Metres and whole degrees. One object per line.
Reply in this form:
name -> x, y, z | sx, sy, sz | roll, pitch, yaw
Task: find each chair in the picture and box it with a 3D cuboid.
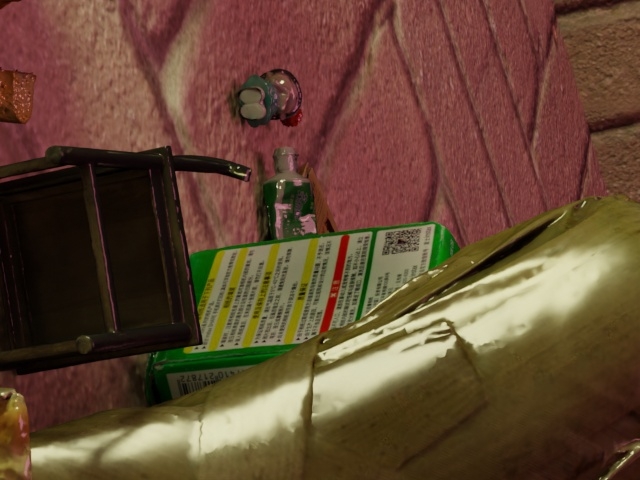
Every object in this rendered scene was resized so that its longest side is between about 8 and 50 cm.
chair -> -0.158, 0.011, 1.204 | 0.260, 0.154, 0.141 | -2, 82, -68

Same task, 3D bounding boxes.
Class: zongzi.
zongzi -> 0.056, 0.076, 1.162 | 0.467, 0.500, 0.218 | 32, 12, -41

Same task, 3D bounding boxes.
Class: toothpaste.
toothpaste -> -0.025, 0.033, 1.731 | 0.078, 0.047, 0.248 | 13, 70, -65

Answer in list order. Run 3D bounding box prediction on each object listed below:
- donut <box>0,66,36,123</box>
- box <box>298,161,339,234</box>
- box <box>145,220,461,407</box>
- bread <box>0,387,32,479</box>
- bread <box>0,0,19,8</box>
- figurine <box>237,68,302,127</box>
donut -> -0.222, -0.100, 1.210 | 0.083, 0.067, 0.038 | -173, -90, -76
box -> 0.000, 0.000, 1.853 | 0.073, 0.020, 0.149 | -71, 146, -53
box -> -0.003, 0.080, 1.446 | 0.180, 0.250, 0.103 | -75, 154, -53
bread -> -0.202, 0.150, 0.975 | 0.127, 0.152, 0.147 | -4, 80, -34
bread -> -0.214, -0.257, 1.180 | 0.119, 0.152, 0.288 | 57, 28, -36
figurine -> -0.048, -0.133, 1.745 | 0.060, 0.047, 0.106 | 69, 22, -3
